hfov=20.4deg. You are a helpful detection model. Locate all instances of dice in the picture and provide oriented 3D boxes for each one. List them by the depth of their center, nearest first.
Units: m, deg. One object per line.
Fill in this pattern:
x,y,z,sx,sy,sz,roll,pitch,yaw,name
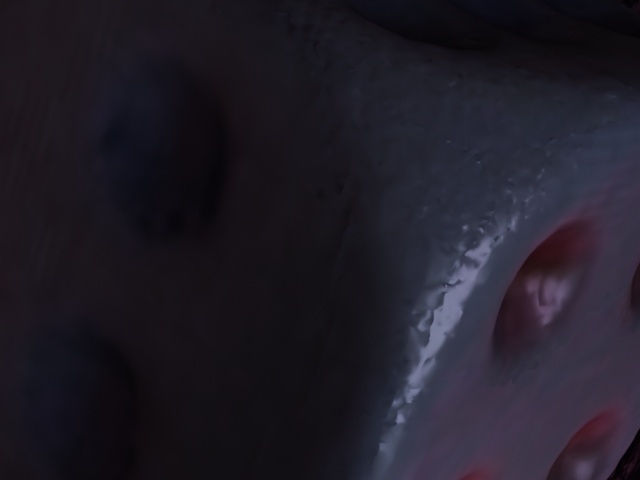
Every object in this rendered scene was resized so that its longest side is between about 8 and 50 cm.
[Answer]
0.000,0.000,0.770,0.268,0.264,0.262,-13,128,-52,dice
